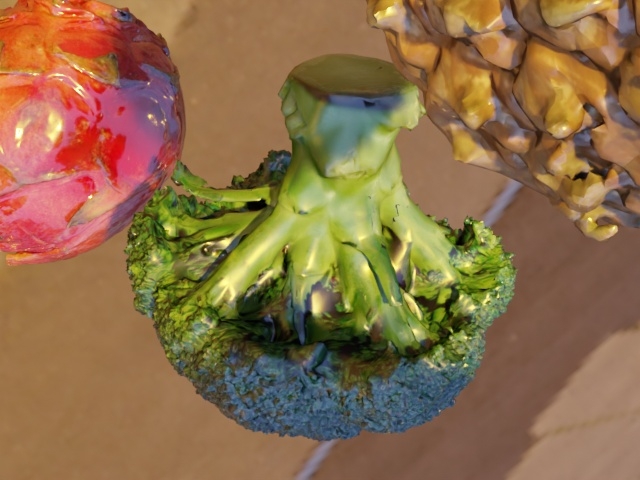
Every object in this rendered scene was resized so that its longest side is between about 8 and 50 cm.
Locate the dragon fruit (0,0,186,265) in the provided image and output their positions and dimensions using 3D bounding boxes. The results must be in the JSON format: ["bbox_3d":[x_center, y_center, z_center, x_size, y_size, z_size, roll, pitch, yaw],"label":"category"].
[{"bbox_3d":[-0.239,-0.104,1.531,0.252,0.241,0.241,-54,162,-27],"label":"dragon fruit"}]

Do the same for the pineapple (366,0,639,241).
[{"bbox_3d":[0.140,-0.101,0.327,0.202,0.202,0.362,-28,-177,-18],"label":"pineapple"}]

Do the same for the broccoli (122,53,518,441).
[{"bbox_3d":[0.000,0.000,1.259,0.298,0.297,0.297,-17,126,-36],"label":"broccoli"}]
